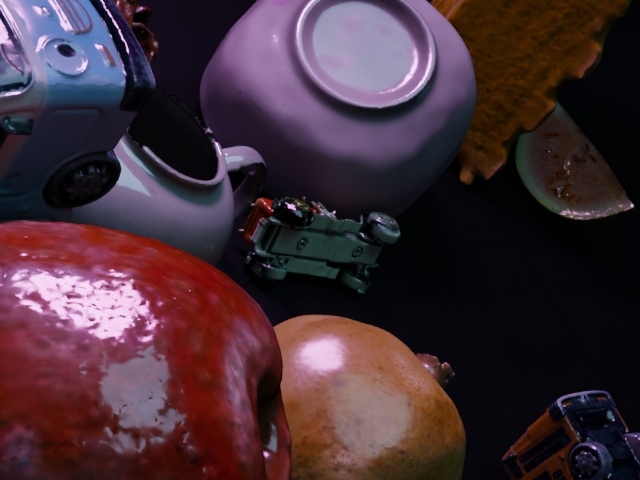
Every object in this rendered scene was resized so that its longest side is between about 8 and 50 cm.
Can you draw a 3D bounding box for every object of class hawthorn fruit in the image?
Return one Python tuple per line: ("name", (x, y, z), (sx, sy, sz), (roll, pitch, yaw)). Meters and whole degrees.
("hawthorn fruit", (-0.152, 0.119, 0.878), (0.284, 0.284, 0.284), (28, 33, -20))

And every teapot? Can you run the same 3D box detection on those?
("teapot", (-0.146, -0.045, 1.198), (0.294, 0.129, 0.193), (5, 48, -54))

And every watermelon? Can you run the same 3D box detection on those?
("watermelon", (0.270, -0.066, 1.757), (0.163, 0.087, 0.069), (60, 5, 27))

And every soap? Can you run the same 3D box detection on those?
("soap", (0.224, -0.259, 1.734), (0.156, 0.293, 0.335), (34, 32, -5))

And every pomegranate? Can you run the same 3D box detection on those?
("pomegranate", (0.017, 0.136, 1.113), (0.196, 0.196, 0.196), (28, 33, -20))

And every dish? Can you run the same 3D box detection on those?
("dish", (0.026, -0.147, 1.441), (0.256, 0.117, 0.256), (6, 64, -13))

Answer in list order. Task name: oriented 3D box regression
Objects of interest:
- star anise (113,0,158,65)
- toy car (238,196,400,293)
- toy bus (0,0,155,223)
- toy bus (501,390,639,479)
("star anise", (-0.234, -0.245, 1.358), (0.237, 0.148, 0.346), (14, 49, -41))
("toy car", (0.000, 0.000, 1.372), (0.143, 0.073, 0.054), (7, 27, -42))
("toy bus", (-0.236, -0.045, 0.980), (0.165, 0.271, 0.133), (-4, 52, -45))
("toy bus", (0.231, 0.222, 1.307), (0.091, 0.103, 0.182), (-2, 56, -49))
